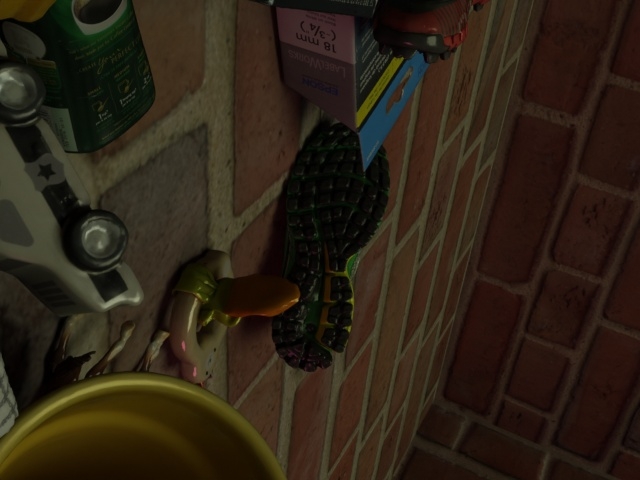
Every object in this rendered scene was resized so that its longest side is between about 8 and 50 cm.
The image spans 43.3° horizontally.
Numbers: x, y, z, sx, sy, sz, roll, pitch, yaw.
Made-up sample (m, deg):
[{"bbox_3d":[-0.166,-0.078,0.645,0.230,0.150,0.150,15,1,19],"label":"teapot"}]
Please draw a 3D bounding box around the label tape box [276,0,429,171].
[{"bbox_3d":[0.050,-0.284,0.942,0.240,0.106,0.333,-58,159,-31],"label":"label tape box"}]

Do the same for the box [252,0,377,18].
[{"bbox_3d":[-0.047,-0.249,0.638,0.207,0.153,0.108,-28,135,-64],"label":"box"}]

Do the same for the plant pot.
[{"bbox_3d":[-0.180,0.247,0.606,0.239,0.254,0.254,-30,-163,47],"label":"plant pot"}]

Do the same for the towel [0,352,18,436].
[{"bbox_3d":[-0.287,0.087,0.353,0.283,0.121,0.235,-52,161,-38],"label":"towel"}]

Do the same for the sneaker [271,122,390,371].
[{"bbox_3d":[0.000,0.000,1.126,0.146,0.134,0.343,-136,-118,-83],"label":"sneaker"}]

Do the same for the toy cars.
[{"bbox_3d":[-0.187,-0.101,0.401,0.087,0.176,0.393,-34,144,-33],"label":"toy cars"}]

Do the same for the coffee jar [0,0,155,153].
[{"bbox_3d":[-0.166,-0.153,0.521,0.096,0.079,0.184,-50,155,-36],"label":"coffee jar"}]

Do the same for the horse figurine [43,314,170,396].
[{"bbox_3d":[-0.206,0.160,0.770,0.263,0.066,0.174,51,56,-72],"label":"horse figurine"}]

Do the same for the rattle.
[{"bbox_3d":[-0.096,0.118,0.923,0.130,0.143,0.199,-83,178,-67],"label":"rattle"}]

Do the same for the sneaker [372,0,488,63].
[{"bbox_3d":[0.129,-0.284,0.842,0.276,0.098,0.135,-54,156,-46],"label":"sneaker"}]
